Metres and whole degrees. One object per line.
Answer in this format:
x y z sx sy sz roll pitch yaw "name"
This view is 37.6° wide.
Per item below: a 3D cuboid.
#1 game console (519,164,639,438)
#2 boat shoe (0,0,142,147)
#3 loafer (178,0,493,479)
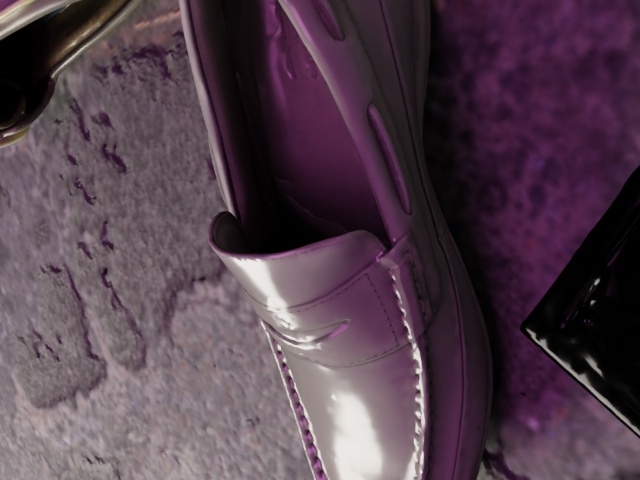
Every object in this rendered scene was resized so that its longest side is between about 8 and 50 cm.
0.143 0.132 0.385 0.213 0.044 0.361 44 130 20 "game console"
-0.202 -0.105 0.538 0.305 0.109 0.091 -31 81 40 "boat shoe"
0.000 0.000 0.404 0.112 0.111 0.319 1 108 41 "loafer"
